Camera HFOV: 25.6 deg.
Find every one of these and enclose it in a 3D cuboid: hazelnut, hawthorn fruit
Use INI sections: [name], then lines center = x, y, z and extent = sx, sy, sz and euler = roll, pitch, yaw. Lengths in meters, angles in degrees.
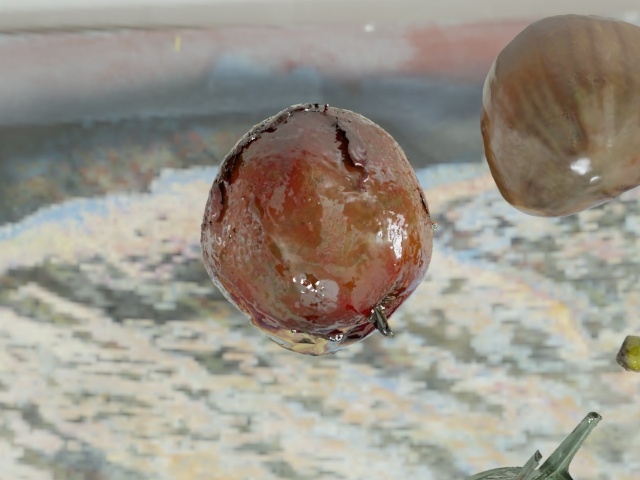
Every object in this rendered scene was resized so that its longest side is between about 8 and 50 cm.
[hazelnut]
center = 0.248, -0.125, 1.339
extent = 0.210, 0.186, 0.210
euler = -19, 174, -2
[hawthorn fruit]
center = -0.010, -0.010, 1.725
extent = 0.316, 0.316, 0.316
euler = 1, 161, 0

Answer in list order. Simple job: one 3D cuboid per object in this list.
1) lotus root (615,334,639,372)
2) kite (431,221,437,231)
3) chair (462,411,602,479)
[lotus root]
center = 0.545, 0.117, 1.929
extent = 0.314, 0.141, 0.169
euler = -33, 150, 33
[kite]
center = 0.087, 0.015, 2.512
extent = 0.016, 0.321, 0.234
euler = -16, 113, 54
[chair]
center = 0.317, 0.373, 2.013
extent = 0.203, 0.190, 0.275
euler = -25, 162, -37
